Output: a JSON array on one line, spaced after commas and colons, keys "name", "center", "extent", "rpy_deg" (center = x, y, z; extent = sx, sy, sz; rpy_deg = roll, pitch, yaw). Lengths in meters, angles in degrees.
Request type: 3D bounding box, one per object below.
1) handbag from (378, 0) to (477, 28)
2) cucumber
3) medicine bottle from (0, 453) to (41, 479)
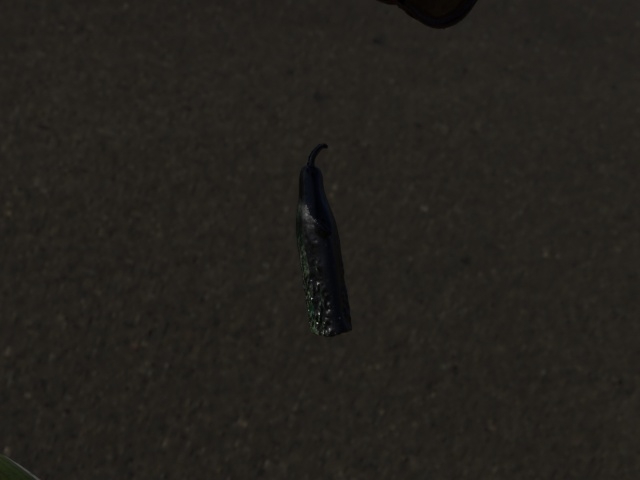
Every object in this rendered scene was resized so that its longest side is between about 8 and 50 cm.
[{"name": "handbag", "center": [0.061, -0.302, 0.897], "extent": [0.275, 0.260, 0.084], "rpy_deg": [37, 4, -41]}, {"name": "cucumber", "center": [0.000, 0.000, 1.176], "extent": [0.043, 0.163, 0.039], "rpy_deg": [-10, 1, -24]}, {"name": "medicine bottle", "center": [-0.142, 0.137, 0.472], "extent": [0.088, 0.132, 0.188], "rpy_deg": [34, 0, 32]}]
